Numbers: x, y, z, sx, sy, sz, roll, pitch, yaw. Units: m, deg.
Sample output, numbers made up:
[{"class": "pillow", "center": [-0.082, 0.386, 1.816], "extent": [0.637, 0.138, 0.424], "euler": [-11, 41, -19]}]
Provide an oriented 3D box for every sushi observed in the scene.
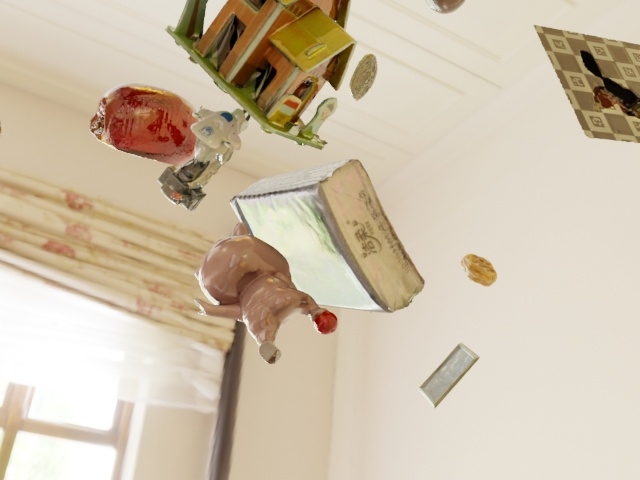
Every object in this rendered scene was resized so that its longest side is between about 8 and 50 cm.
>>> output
[{"class": "sushi", "center": [0.690, -0.349, 1.810], "extent": [0.064, 0.343, 0.359], "euler": [122, -36, -50]}]

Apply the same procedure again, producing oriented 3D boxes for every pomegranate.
[{"class": "pomegranate", "center": [0.337, -0.673, 2.040], "extent": [0.130, 0.130, 0.130], "euler": [-44, -144, 44]}]

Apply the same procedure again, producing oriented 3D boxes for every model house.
[{"class": "model house", "center": [-0.073, -0.378, 1.229], "extent": [0.300, 0.340, 0.324], "euler": [46, -73, 24]}]

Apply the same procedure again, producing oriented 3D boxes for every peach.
[{"class": "peach", "center": [-0.350, -0.249, 1.650], "extent": [0.159, 0.267, 0.154], "euler": [-62, -150, 18]}]

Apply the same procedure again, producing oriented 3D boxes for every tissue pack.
[{"class": "tissue pack", "center": [0.000, 0.000, 1.504], "extent": [0.124, 0.288, 0.394], "euler": [-38, -164, -24]}]

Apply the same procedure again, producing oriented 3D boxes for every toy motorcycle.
[{"class": "toy motorcycle", "center": [-0.206, -0.150, 1.336], "extent": [0.221, 0.102, 0.150], "euler": [-50, 173, 16]}]

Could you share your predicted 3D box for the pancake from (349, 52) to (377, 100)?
[{"class": "pancake", "center": [0.094, -0.356, 1.650], "extent": [0.017, 0.108, 0.108], "euler": [28, -80, 27]}]

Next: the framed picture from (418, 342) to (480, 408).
[{"class": "framed picture", "center": [0.349, 0.364, 2.067], "extent": [0.183, 0.011, 0.142], "euler": [-48, -166, 0]}]

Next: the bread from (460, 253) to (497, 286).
[{"class": "bread", "center": [0.394, 0.072, 1.886], "extent": [0.111, 0.083, 0.044], "euler": [-102, -147, -62]}]

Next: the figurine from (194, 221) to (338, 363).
[{"class": "figurine", "center": [-0.109, 0.106, 1.369], "extent": [0.176, 0.186, 0.287], "euler": [-50, -127, -3]}]
